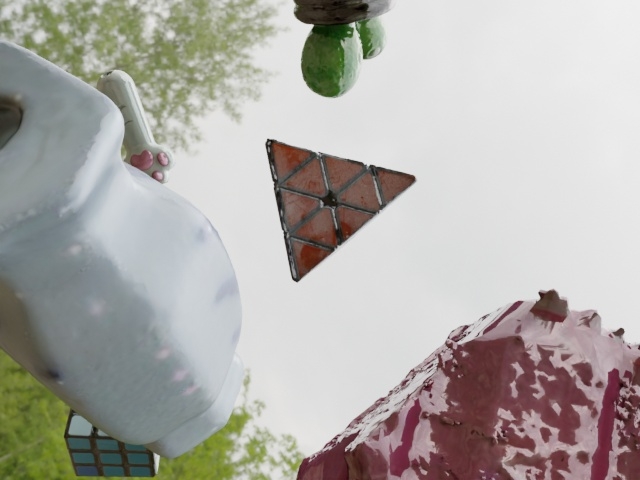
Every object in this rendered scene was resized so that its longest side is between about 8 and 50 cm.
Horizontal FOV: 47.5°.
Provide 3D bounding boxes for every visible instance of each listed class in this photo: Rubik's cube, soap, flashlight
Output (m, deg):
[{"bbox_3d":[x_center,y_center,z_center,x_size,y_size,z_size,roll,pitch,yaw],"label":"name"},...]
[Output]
[{"bbox_3d":[0.000,0.000,1.001,0.211,0.190,0.178,19,-24,14],"label":"Rubik's cube"},{"bbox_3d":[0.076,0.189,0.337,0.220,0.325,0.127,23,-26,1],"label":"soap"},{"bbox_3d":[-0.395,0.354,1.424,0.162,0.161,0.163,97,-7,-46],"label":"Rubik's cube"},{"bbox_3d":[-0.307,-0.181,1.190,0.047,0.093,0.200,-69,139,-77],"label":"flashlight"}]

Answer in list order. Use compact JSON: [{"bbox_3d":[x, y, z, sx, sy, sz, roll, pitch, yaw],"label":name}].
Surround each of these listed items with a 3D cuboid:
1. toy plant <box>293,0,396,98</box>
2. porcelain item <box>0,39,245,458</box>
[{"bbox_3d":[0.038,-0.373,1.223,0.175,0.218,0.235,10,-55,31],"label":"toy plant"},{"bbox_3d":[-0.189,0.040,0.623,0.242,0.178,0.405,30,-24,26],"label":"porcelain item"}]
